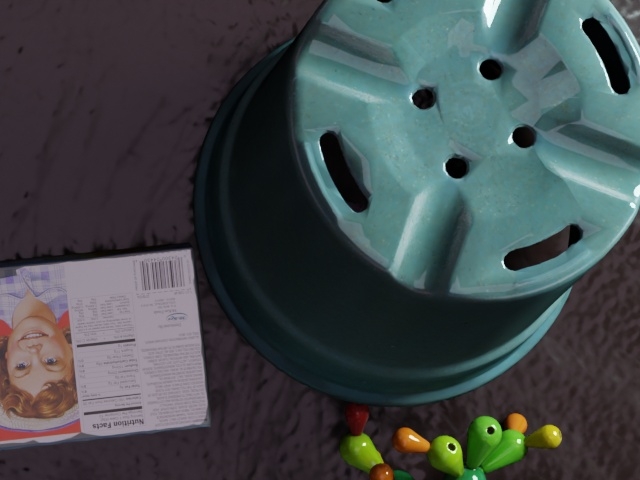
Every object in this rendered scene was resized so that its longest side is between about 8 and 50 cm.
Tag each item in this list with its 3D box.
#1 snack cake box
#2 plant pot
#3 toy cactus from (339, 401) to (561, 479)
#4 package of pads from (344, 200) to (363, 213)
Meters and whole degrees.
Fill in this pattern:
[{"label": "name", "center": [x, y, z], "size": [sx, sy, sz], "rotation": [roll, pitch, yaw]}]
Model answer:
[{"label": "snack cake box", "center": [-0.229, 0.091, 1.329], "size": [0.264, 0.089, 0.152], "rotation": [-5, 94, -6]}, {"label": "plant pot", "center": [0.081, -0.054, 1.208], "size": [0.341, 0.334, 0.341], "rotation": [1, 81, -7]}, {"label": "toy cactus", "center": [0.112, 0.225, 1.379], "size": [0.219, 0.112, 0.180], "rotation": [12, 109, -9]}, {"label": "package of pads", "center": [0.000, 0.000, 1.381], "size": [0.050, 0.032, 0.083], "rotation": [20, 89, -4]}]
